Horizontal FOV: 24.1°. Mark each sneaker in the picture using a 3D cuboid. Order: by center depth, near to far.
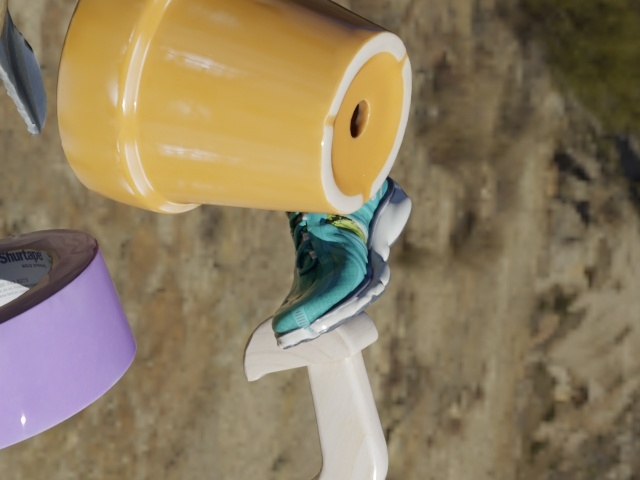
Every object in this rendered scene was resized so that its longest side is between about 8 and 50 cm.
[{"bbox_3d":[0.000,0.000,1.366,0.110,0.107,0.275,53,29,-21],"label":"sneaker"}]

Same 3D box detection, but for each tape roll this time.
[{"bbox_3d":[-0.226,0.068,1.010,0.189,0.189,0.080,-62,137,-63],"label":"tape roll"}]

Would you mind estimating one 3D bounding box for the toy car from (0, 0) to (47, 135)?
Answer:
[{"bbox_3d":[-0.125,-0.059,0.305,0.188,0.149,0.155,53,44,-42],"label":"toy car"}]

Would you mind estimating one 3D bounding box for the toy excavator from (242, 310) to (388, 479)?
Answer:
[{"bbox_3d":[-0.016,0.338,1.617,0.433,0.445,0.222,52,23,7],"label":"toy excavator"}]

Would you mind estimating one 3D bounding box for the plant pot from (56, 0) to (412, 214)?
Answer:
[{"bbox_3d":[-0.047,-0.103,1.043,0.205,0.188,0.205,-45,144,-46],"label":"plant pot"}]
